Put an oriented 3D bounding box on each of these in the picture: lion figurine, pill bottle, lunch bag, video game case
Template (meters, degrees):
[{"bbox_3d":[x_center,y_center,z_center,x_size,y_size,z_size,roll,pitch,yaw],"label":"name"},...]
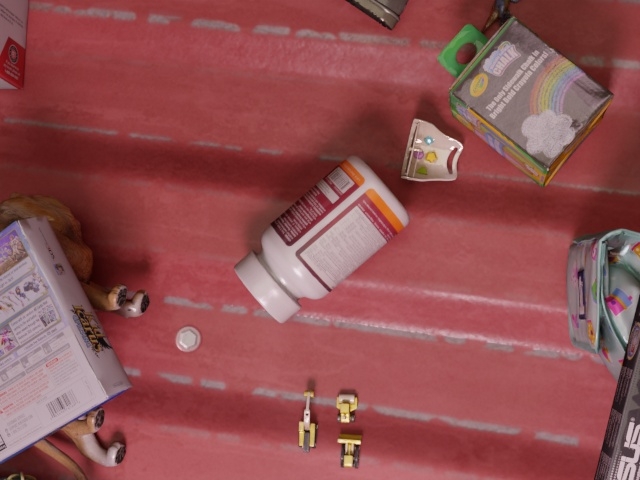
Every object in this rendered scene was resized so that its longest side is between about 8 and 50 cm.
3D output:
[{"bbox_3d":[-0.370,0.139,1.429,0.240,0.142,0.392,12,89,17],"label":"lion figurine"},{"bbox_3d":[0.000,0.000,1.399,0.221,0.121,0.121,-41,79,2],"label":"pill bottle"},{"bbox_3d":[0.394,0.101,1.275,0.160,0.223,0.262,-37,85,2],"label":"lunch bag"},{"bbox_3d":[-0.398,0.138,1.350,0.269,0.061,0.244,-31,85,27],"label":"video game case"}]

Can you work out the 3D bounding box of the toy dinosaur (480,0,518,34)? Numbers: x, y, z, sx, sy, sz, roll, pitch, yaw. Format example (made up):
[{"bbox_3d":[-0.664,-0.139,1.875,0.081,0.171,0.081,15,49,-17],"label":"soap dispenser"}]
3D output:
[{"bbox_3d":[0.247,-0.334,1.448,0.090,0.047,0.082,-17,62,16],"label":"toy dinosaur"}]

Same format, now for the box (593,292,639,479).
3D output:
[{"bbox_3d":[0.427,0.178,1.129,0.216,0.060,0.270,15,89,2],"label":"box"}]

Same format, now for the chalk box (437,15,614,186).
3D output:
[{"bbox_3d":[0.253,-0.192,1.383,0.213,0.132,0.132,42,91,12],"label":"chalk box"}]

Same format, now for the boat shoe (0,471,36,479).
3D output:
[{"bbox_3d":[-0.389,0.366,1.416,0.305,0.109,0.091,27,82,13],"label":"boat shoe"}]

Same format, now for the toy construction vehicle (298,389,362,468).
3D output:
[{"bbox_3d":[0.013,0.251,1.409,0.086,0.035,0.098,5,84,9],"label":"toy construction vehicle"}]

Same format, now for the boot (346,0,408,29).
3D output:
[{"bbox_3d":[0.095,-0.420,1.462,0.190,0.076,0.208,35,96,-3],"label":"boot"}]

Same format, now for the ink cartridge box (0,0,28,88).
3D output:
[{"bbox_3d":[-0.496,-0.367,1.477,0.114,0.197,0.273,2,83,9],"label":"ink cartridge box"}]

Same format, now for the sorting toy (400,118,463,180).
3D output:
[{"bbox_3d":[0.153,-0.114,1.434,0.075,0.045,0.083,13,84,2],"label":"sorting toy"}]
